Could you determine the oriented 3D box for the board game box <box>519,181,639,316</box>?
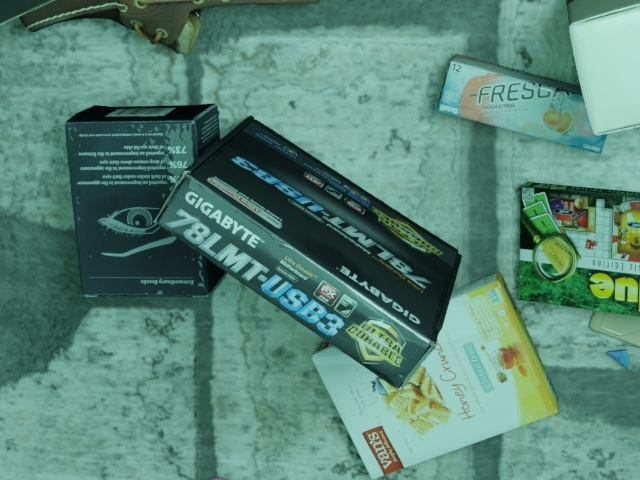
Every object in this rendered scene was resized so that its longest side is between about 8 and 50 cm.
[{"bbox_3d":[0.340,0.015,1.425,0.260,0.030,0.136,6,109,29],"label":"board game box"}]

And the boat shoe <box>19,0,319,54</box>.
[{"bbox_3d":[-0.166,-0.260,1.439,0.342,0.123,0.123,-13,102,7],"label":"boat shoe"}]

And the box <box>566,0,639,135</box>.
[{"bbox_3d":[0.295,-0.189,1.288,0.094,0.275,0.113,-13,103,14],"label":"box"}]

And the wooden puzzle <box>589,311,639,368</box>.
[{"bbox_3d":[0.349,0.080,1.493,0.078,0.014,0.116,29,108,6],"label":"wooden puzzle"}]

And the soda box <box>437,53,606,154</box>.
[{"bbox_3d":[0.221,-0.148,1.425,0.183,0.063,0.058,15,108,6],"label":"soda box"}]

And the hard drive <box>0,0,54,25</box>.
[{"bbox_3d":[-0.280,-0.316,1.380,0.339,0.237,0.064,-21,122,14],"label":"hard drive"}]

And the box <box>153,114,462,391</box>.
[{"bbox_3d":[0.000,0.000,1.386,0.295,0.293,0.073,34,108,0],"label":"box"}]

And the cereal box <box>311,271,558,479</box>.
[{"bbox_3d":[0.132,0.159,1.535,0.240,0.047,0.173,-24,100,16],"label":"cereal box"}]

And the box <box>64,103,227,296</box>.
[{"bbox_3d":[-0.194,-0.046,1.506,0.153,0.108,0.207,1,106,10],"label":"box"}]

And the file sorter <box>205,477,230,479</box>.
[{"bbox_3d":[-0.176,0.432,1.543,0.202,0.290,0.182,-30,95,17],"label":"file sorter"}]
